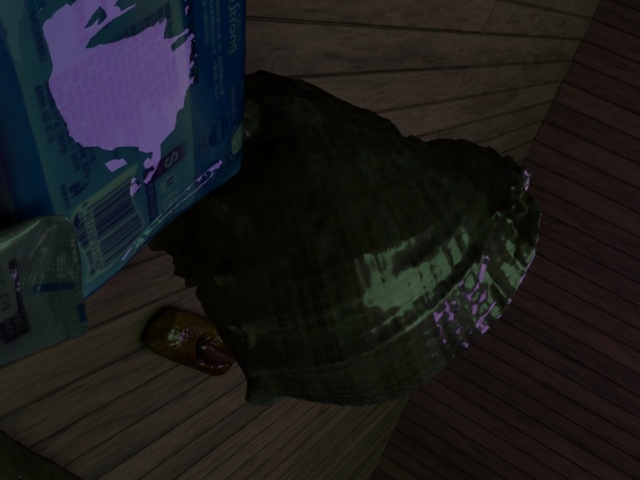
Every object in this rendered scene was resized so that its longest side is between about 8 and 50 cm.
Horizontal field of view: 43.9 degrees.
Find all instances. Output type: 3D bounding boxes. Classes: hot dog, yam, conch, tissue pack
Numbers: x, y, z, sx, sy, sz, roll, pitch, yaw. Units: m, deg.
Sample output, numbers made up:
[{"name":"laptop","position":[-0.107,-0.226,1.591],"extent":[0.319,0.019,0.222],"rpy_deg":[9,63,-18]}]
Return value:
[{"name":"hot dog","position":[-0.142,0.124,0.945],"extent":[0.066,0.047,0.216],"rpy_deg":[-60,161,-11]},{"name":"yam","position":[-0.269,0.250,0.760],"extent":[0.083,0.083,0.371],"rpy_deg":[-52,158,-23]},{"name":"conch","position":[-0.009,0.001,0.657],"extent":[0.210,0.352,0.297],"rpy_deg":[-6,92,-64]},{"name":"tissue pack","position":[-0.147,-0.114,0.438],"extent":[0.198,0.146,0.263],"rpy_deg":[-46,156,-33]}]

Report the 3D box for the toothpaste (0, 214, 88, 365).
[{"name":"toothpaste","position":[-0.257,0.066,0.367],"extent":[0.299,0.073,0.114],"rpy_deg":[-21,147,-26]}]
